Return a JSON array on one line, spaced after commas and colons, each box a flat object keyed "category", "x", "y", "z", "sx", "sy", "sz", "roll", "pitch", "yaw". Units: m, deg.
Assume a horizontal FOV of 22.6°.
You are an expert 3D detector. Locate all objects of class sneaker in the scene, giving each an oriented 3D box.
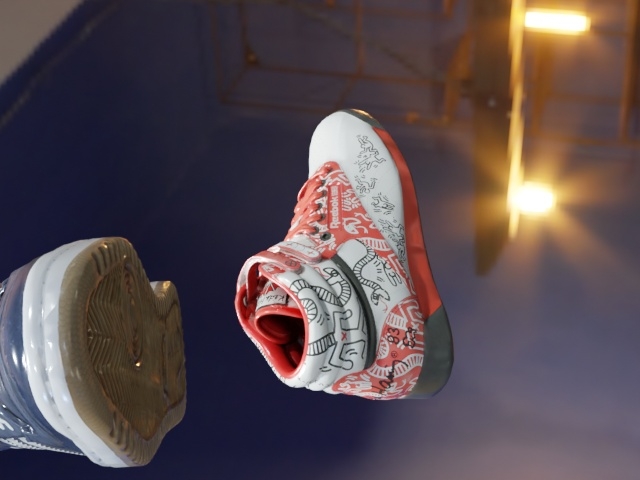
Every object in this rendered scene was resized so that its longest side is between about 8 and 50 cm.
[{"category": "sneaker", "x": 0.001, "y": 0.000, "z": 1.243, "sx": 0.090, "sy": 0.145, "sz": 0.270, "roll": -52, "pitch": 45, "yaw": 44}, {"category": "sneaker", "x": -0.152, "y": 0.057, "z": 0.752, "sx": 0.282, "sy": 0.153, "sz": 0.099, "roll": 74, "pitch": -167, "yaw": -85}]
